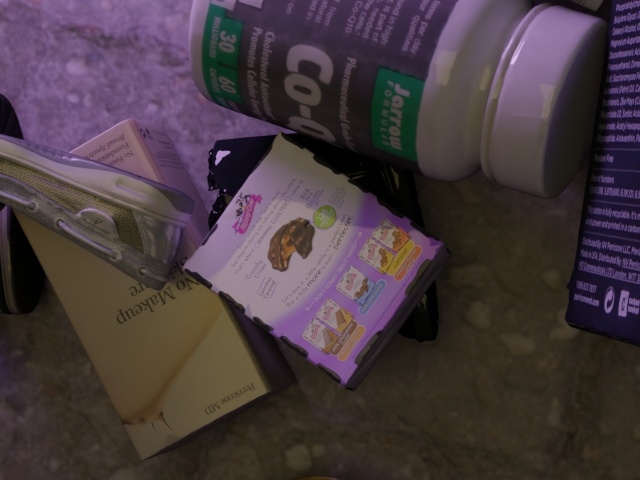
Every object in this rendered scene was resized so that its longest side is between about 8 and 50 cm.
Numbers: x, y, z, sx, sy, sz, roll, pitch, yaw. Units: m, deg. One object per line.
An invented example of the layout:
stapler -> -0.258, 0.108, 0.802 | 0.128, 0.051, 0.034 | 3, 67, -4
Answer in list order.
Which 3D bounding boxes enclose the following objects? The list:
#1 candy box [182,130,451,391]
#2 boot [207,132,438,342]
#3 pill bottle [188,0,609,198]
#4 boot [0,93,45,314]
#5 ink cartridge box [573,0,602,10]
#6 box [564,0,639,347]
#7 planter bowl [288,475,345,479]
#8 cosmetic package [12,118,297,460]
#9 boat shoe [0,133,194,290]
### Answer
candy box -> -0.003, 0.020, 1.774 | 0.196, 0.070, 0.165 | 36, 89, 13
boot -> 0.000, 0.000, 1.862 | 0.207, 0.094, 0.246 | -13, 81, 9
pill bottle -> 0.076, -0.174, 1.744 | 0.361, 0.204, 0.204 | 20, 94, 22
boot -> -0.391, -0.024, 1.963 | 0.178, 0.085, 0.236 | -12, 83, 16
ink cartridge box -> 0.198, -0.339, 1.713 | 0.206, 0.045, 0.208 | 25, 65, 0
box -> 0.497, -0.118, 1.571 | 0.480, 0.297, 0.472 | 7, 91, -10
planter bowl -> 0.005, 0.349, 1.851 | 0.217, 0.090, 0.217 | -9, 68, 23
cosmetic package -> -0.172, 0.049, 1.896 | 0.160, 0.113, 0.309 | -30, 82, 11
boat shoe -> -0.284, -0.043, 1.809 | 0.320, 0.118, 0.103 | 16, 89, 6
